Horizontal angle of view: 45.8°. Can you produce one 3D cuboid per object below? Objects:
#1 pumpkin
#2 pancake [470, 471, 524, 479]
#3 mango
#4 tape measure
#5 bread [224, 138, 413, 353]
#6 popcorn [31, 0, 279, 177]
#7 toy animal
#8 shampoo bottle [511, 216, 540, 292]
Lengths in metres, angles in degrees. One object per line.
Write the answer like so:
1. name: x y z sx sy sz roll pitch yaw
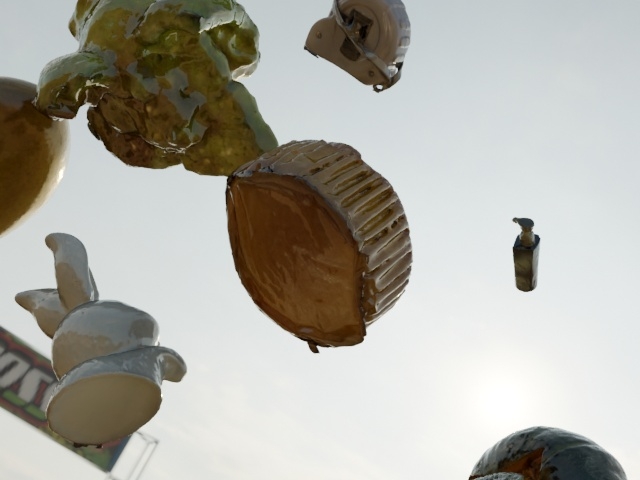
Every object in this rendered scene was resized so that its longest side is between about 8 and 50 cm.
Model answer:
1. pumpkin: 0.285 0.344 0.923 0.159 0.238 0.238 15 -24 -34
2. pancake: 0.181 0.287 0.839 0.108 0.108 0.017 -21 -84 49
3. mango: -0.610 -0.114 1.209 0.445 0.232 0.300 -25 -50 -4
4. tape measure: 0.095 -0.440 1.608 0.236 0.120 0.197 38 -59 24
5. bread: -0.001 0.000 0.727 0.199 0.104 0.199 26 -47 32
6. popcorn: -0.196 -0.240 1.031 0.321 0.290 0.326 12 -30 -11
7. toy animal: -0.214 0.089 0.740 0.130 0.221 0.104 8 -58 -32
8. shampoo bottle: 0.469 0.030 1.739 0.063 0.057 0.208 9 -43 22
